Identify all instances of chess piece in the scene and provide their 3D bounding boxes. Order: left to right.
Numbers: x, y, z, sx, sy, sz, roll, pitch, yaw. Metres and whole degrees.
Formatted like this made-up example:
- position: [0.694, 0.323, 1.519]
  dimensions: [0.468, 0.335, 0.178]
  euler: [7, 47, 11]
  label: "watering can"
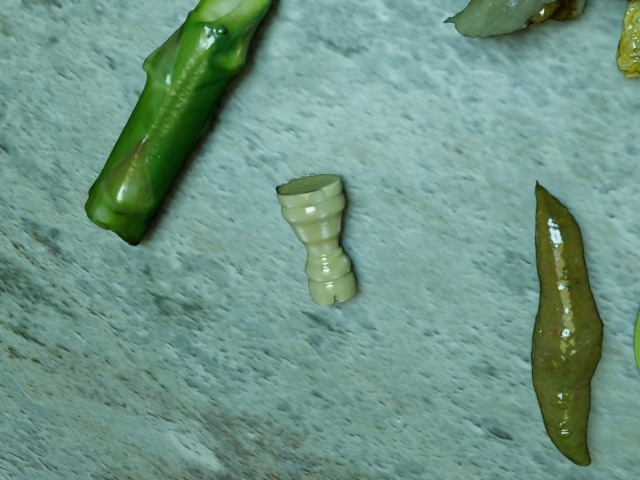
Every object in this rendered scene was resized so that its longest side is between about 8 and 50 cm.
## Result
- position: [0.000, 0.000, 0.630]
  dimensions: [0.066, 0.066, 0.122]
  euler: [-5, 112, 19]
  label: "chess piece"

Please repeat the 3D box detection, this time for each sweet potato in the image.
- position: [0.224, 0.081, 0.586]
  dimensions: [0.067, 0.067, 0.274]
  euler: [-4, 100, 18]
  label: "sweet potato"

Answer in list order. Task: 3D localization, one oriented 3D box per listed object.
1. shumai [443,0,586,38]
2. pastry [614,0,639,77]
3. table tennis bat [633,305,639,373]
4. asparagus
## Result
- position: [0.147, -0.250, 0.471]
  dimensions: [0.205, 0.166, 0.176]
  euler: [24, 149, 31]
  label: "shumai"
- position: [0.303, -0.163, 0.485]
  dimensions: [0.140, 0.056, 0.080]
  euler: [7, 102, 22]
  label: "pastry"
- position: [0.402, 0.022, 0.520]
  dimensions: [0.224, 0.054, 0.369]
  euler: [15, 115, 13]
  label: "table tennis bat"
- position: [-0.145, -0.120, 0.624]
  dimensions: [0.082, 0.085, 0.343]
  euler: [51, 119, 23]
  label: "asparagus"
